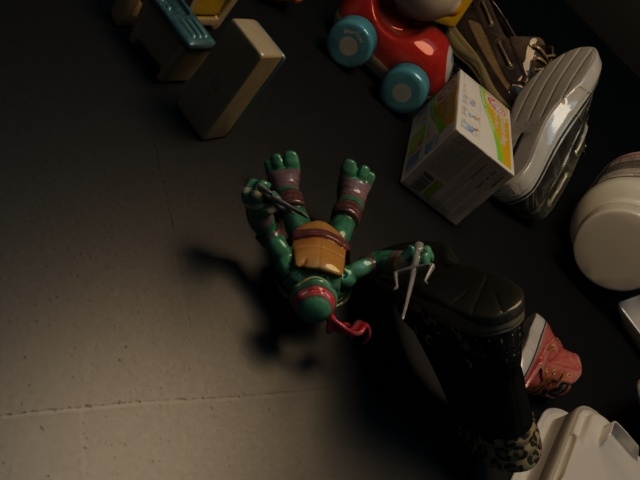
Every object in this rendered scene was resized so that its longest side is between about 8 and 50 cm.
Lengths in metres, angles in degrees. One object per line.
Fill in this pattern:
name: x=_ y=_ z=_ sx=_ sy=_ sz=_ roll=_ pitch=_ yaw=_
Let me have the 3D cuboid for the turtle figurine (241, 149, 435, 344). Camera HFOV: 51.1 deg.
turtle figurine: x=0.000 y=0.000 z=0.618 sx=0.175 sy=0.118 sz=0.234 roll=22 pitch=30 yaw=-16

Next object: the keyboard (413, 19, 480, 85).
keyboard: x=0.260 y=-0.315 z=1.267 sx=0.317 sy=0.033 sz=0.201 roll=43 pitch=29 yaw=-1

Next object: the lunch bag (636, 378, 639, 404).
lunch bag: x=0.533 y=0.271 z=0.853 sx=0.303 sy=0.115 sz=0.243 roll=18 pitch=41 yaw=-47

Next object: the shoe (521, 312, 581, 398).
shoe: x=0.249 y=0.150 z=0.762 sx=0.081 sy=0.063 sz=0.178 roll=44 pitch=31 yaw=8

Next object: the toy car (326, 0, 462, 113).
toy car: x=0.161 y=-0.357 z=1.030 sx=0.210 sy=0.238 sz=0.219 roll=40 pitch=36 yaw=-7

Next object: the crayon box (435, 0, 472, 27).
crayon box: x=0.148 y=-0.558 z=1.102 sx=0.363 sy=0.313 sz=0.106 roll=12 pitch=46 yaw=-24

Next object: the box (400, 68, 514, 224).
box: x=0.197 y=-0.139 z=0.957 sx=0.103 sy=0.114 sz=0.203 roll=36 pitch=35 yaw=-13

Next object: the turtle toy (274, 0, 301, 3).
turtle toy: x=-0.069 y=-0.388 z=0.980 sx=0.130 sy=0.066 sz=0.095 roll=7 pitch=27 yaw=-37

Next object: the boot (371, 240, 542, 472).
boot: x=0.125 y=0.104 z=0.664 sx=0.085 sy=0.236 sz=0.178 roll=-22 pitch=109 yaw=-15

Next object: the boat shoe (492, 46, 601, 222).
boat shoe: x=0.381 y=-0.175 z=1.113 sx=0.119 sy=0.121 sz=0.335 roll=45 pitch=69 yaw=-30

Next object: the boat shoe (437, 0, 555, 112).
boat shoe: x=0.361 y=-0.322 z=1.236 sx=0.355 sy=0.130 sz=0.132 roll=54 pitch=31 yaw=16

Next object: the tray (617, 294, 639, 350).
tray: x=0.576 y=0.153 z=1.114 sx=0.270 sy=0.030 sz=0.145 roll=-5 pitch=59 yaw=-47

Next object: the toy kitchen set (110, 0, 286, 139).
toy kitchen set: x=-0.104 y=-0.238 z=0.748 sx=0.207 sy=0.122 sz=0.166 roll=53 pitch=36 yaw=11

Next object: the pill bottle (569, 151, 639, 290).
pill bottle: x=0.520 y=-0.034 z=1.117 sx=0.176 sy=0.176 sz=0.319 roll=50 pitch=36 yaw=6

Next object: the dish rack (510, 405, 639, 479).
dish rack: x=0.332 y=0.335 z=0.659 sx=0.332 sy=0.072 sz=0.286 roll=49 pitch=36 yaw=7
